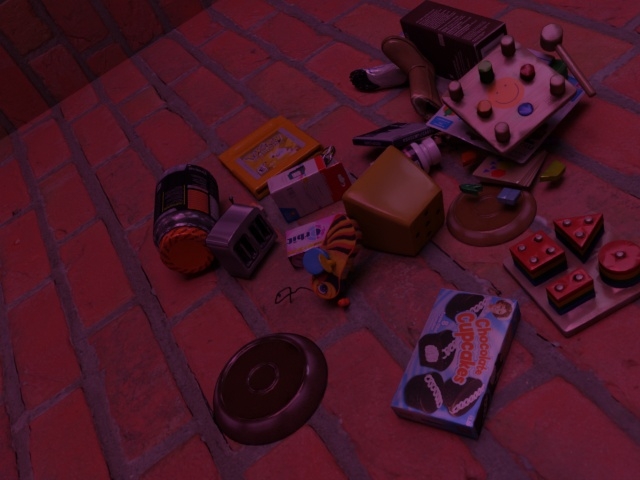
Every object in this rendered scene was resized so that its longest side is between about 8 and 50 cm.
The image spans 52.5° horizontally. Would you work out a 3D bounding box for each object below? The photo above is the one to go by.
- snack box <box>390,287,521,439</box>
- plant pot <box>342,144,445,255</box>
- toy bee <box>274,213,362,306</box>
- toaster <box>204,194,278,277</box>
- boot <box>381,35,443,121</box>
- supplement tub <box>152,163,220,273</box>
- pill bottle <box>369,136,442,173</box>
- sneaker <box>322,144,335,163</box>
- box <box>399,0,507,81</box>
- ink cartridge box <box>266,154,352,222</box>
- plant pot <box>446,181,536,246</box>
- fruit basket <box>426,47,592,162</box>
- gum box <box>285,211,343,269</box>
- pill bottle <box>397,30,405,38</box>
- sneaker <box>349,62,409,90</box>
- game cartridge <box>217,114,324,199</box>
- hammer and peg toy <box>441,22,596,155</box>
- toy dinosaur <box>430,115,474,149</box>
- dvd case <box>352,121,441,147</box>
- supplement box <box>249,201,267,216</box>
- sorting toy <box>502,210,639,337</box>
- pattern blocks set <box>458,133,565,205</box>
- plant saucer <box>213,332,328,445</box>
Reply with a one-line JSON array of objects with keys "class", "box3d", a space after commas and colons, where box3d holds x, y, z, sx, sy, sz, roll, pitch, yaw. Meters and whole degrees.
[{"class": "snack box", "box3d": [0.302, 0.258, 1.426, 0.187, 0.060, 0.322, 7, 53, 33]}, {"class": "plant pot", "box3d": [0.211, -0.085, 1.722, 0.187, 0.212, 0.212, 30, 67, 30]}, {"class": "toy bee", "box3d": [0.035, 0.087, 1.697, 0.162, 0.298, 0.195, 40, 35, 19]}, {"class": "toaster", "box3d": [-0.231, -0.008, 1.891, 0.110, 0.185, 0.168, 8, 52, 40]}, {"class": "boot", "box3d": [0.300, -0.525, 2.091, 0.089, 0.236, 0.269, -47, 26, 38]}, {"class": "supplement tub", "box3d": [-0.418, -0.069, 2.036, 0.207, 0.207, 0.338, -22, 42, 8]}, {"class": "pill bottle", "box3d": [0.251, -0.221, 1.893, 0.194, 0.108, 0.108, -28, 41, 1]}, {"class": "sneaker", "box3d": [0.019, -0.279, 2.142, 0.035, 0.031, 0.083, -6, 41, 43]}, {"class": "box", "box3d": [0.446, -0.648, 2.147, 0.143, 0.191, 0.381, -37, 42, -9]}, {"class": "ink cartridge box", "box3d": [-0.029, -0.164, 1.971, 0.231, 0.134, 0.078, -24, 41, 5]}, {"class": "plant pot", "box3d": [0.444, -0.083, 1.707, 0.236, 0.032, 0.236, -15, 44, 15]}, {"class": "fruit basket", "box3d": [0.529, -0.397, 1.838, 0.327, 0.165, 0.353, 32, 63, 35]}, {"class": "gum box", "box3d": [0.000, 0.000, 1.845, 0.188, 0.062, 0.107, -19, 43, 11]}, {"class": "pill bottle", "box3d": [0.324, -0.727, 2.369, 0.087, 0.087, 0.160, 22, 62, 41]}, {"class": "sneaker", "box3d": [0.214, -0.583, 2.301, 0.237, 0.085, 0.086, 3, 28, 32]}, {"class": "game cartridge", "box3d": [-0.178, -0.300, 2.252, 0.285, 0.052, 0.324, -37, 43, -9]}, {"class": "hammer and peg toy", "box3d": [0.535, -0.415, 1.704, 0.361, 0.127, 0.266, -40, 63, 3]}, {"class": "toy dinosaur", "box3d": [0.379, -0.311, 1.968, 0.093, 0.053, 0.183, -31, 47, -26]}, {"class": "dvd case", "box3d": [0.229, -0.322, 1.971, 0.179, 0.029, 0.239, -22, 19, -21]}, {"class": "supplement box", "box3d": [-0.225, -0.071, 2.060, 0.098, 0.036, 0.062, -44, 44, -17]}, {"class": "sorting toy", "box3d": [0.581, 0.047, 1.459, 0.256, 0.089, 0.257, -29, 41, 0]}, {"class": "pattern blocks set", "box3d": [0.518, -0.206, 1.761, 0.325, 0.026, 0.285, -38, 41, -26]}, {"class": "plant saucer", "box3d": [-0.134, 0.346, 1.590, 0.311, 0.050, 0.310, -16, 44, 16]}]
